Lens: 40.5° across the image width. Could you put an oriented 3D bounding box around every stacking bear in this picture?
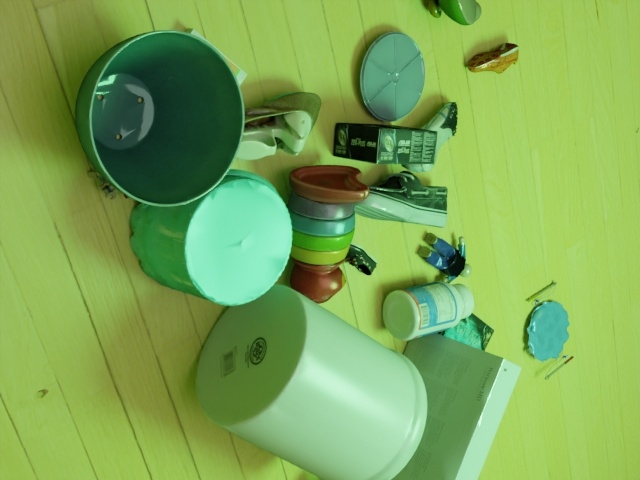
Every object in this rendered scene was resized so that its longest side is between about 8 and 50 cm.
[{"bbox_3d":[0.000,0.000,1.849,0.164,0.175,0.289,3,113,-8],"label":"stacking bear"}]

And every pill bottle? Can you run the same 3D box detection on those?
[{"bbox_3d":[0.270,0.167,2.134,0.221,0.124,0.124,-8,106,-39],"label":"pill bottle"}]

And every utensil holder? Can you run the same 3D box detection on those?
[{"bbox_3d":[-0.016,0.306,1.798,0.385,0.327,0.328,37,77,-38],"label":"utensil holder"}]

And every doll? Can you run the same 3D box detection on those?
[{"bbox_3d":[0.329,0.045,2.204,0.189,0.046,0.129,33,80,-40],"label":"doll"}]

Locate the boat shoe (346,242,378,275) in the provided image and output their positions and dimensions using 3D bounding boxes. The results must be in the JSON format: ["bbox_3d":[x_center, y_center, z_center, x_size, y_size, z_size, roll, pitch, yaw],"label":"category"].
[{"bbox_3d":[0.084,0.039,1.994,0.133,0.048,0.042,38,68,-44],"label":"boat shoe"}]

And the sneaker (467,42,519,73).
[{"bbox_3d":[0.436,-0.441,2.164,0.175,0.064,0.068,-23,125,-31],"label":"sneaker"}]

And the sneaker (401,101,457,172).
[{"bbox_3d":[0.263,-0.253,2.058,0.237,0.086,0.085,-55,145,-34],"label":"sneaker"}]

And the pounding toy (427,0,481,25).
[{"bbox_3d":[0.287,-0.577,1.996,0.237,0.110,0.183,-33,112,-64],"label":"pounding toy"}]

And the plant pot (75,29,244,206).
[{"bbox_3d":[-0.307,-0.216,1.506,0.290,0.195,0.291,-11,107,-38],"label":"plant pot"}]

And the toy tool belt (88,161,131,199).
[{"bbox_3d":[-0.381,-0.102,1.577,0.051,0.052,0.083,-28,119,4],"label":"toy tool belt"}]

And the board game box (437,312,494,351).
[{"bbox_3d":[0.385,0.255,2.315,0.186,0.026,0.126,36,78,-40],"label":"board game box"}]

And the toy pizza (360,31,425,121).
[{"bbox_3d":[0.160,-0.371,1.967,0.201,0.032,0.201,-12,110,-37],"label":"toy pizza"}]

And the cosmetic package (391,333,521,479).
[{"bbox_3d":[0.286,0.428,2.106,0.097,0.284,0.377,28,83,-40],"label":"cosmetic package"}]

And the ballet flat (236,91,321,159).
[{"bbox_3d":[-0.109,-0.212,1.712,0.342,0.124,0.116,-15,135,-37],"label":"ballet flat"}]

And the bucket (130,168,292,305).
[{"bbox_3d":[-0.200,-0.014,1.654,0.281,0.183,0.281,-11,108,-38],"label":"bucket"}]

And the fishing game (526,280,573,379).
[{"bbox_3d":[0.663,0.268,2.545,0.189,0.041,0.264,-31,111,-31],"label":"fishing game"}]

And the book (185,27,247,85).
[{"bbox_3d":[-0.221,-0.323,1.660,0.144,0.035,0.096,37,81,-39],"label":"book"}]

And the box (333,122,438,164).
[{"bbox_3d":[0.143,-0.214,1.916,0.180,0.147,0.078,-4,104,-39],"label":"box"}]

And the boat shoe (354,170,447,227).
[{"bbox_3d":[0.182,-0.104,2.014,0.335,0.121,0.119,8,88,-52],"label":"boat shoe"}]
